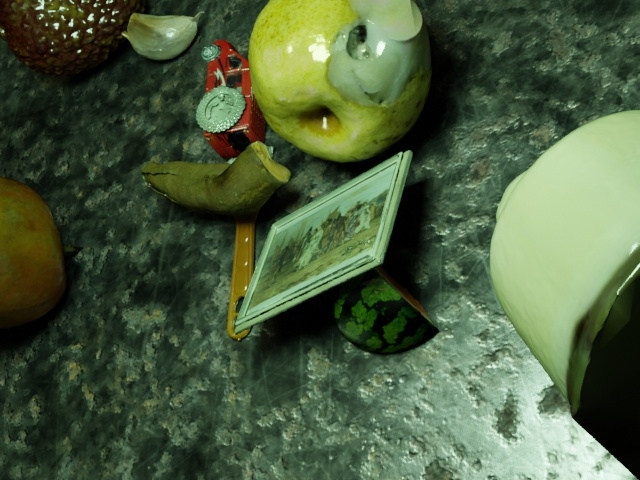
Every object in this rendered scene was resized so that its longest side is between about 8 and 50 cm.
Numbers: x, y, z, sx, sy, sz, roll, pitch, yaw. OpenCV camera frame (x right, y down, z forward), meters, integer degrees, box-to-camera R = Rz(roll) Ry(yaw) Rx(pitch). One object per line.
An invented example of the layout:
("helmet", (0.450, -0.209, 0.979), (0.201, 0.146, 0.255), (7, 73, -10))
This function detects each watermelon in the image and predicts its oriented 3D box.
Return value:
("watermelon", (0.080, 0.070, 1.375), (0.125, 0.135, 0.094), (-9, 20, 35))

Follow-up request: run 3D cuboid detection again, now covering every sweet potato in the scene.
("sweet potato", (-0.155, -0.092, 1.598), (0.286, 0.112, 0.085), (7, 27, 45))

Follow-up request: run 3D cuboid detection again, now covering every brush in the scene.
("brush", (-0.111, 0.003, 1.592), (0.090, 0.017, 0.314), (-17, 57, 30))

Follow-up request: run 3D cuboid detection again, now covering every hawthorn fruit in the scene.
("hawthorn fruit", (-0.526, 0.022, 1.718), (0.268, 0.301, 0.267), (179, 90, -69))

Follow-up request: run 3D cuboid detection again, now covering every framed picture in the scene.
("framed picture", (0.000, 0.000, 1.428), (0.274, 0.017, 0.217), (-29, 30, 37))

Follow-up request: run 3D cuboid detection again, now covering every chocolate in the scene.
("chocolate", (0.340, 0.029, 1.093), (0.314, 0.326, 0.297), (-45, 31, 9))

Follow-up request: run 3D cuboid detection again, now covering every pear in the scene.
("pear", (0.031, -0.247, 1.478), (0.271, 0.271, 0.271), (-17, 56, 27))

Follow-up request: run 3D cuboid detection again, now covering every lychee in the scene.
("lychee", (-0.449, -0.413, 1.928), (0.271, 0.236, 0.235), (-13, 54, -2))

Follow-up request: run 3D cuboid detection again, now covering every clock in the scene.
("clock", (-0.153, -0.198, 1.637), (0.074, 0.010, 0.083), (17, 68, 20))

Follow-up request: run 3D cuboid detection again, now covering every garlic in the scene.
("garlic", (-0.272, -0.350, 1.862), (0.152, 0.084, 0.066), (6, 37, 18))

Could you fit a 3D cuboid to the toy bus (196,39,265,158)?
("toy bus", (-0.135, -0.230, 1.700), (0.089, 0.081, 0.195), (-11, 59, 19))
